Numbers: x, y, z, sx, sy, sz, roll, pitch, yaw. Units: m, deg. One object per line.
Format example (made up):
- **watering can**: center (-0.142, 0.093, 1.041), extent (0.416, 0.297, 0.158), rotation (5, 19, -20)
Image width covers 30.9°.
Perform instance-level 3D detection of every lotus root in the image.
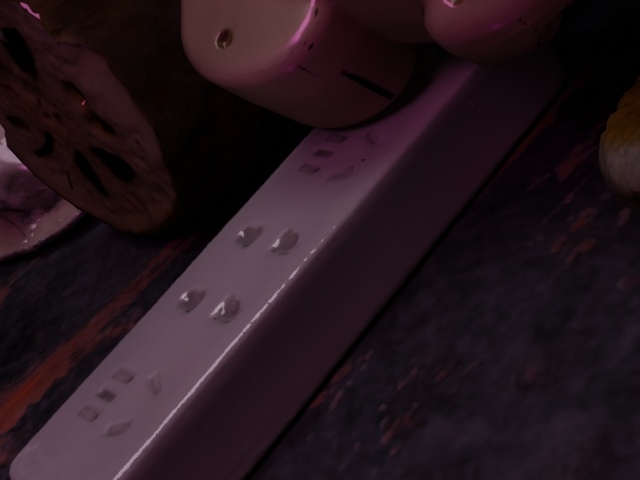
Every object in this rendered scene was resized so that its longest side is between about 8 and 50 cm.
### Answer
- **lotus root**: center (-0.082, -0.188, 0.785), extent (0.250, 0.250, 0.346), rotation (-2, 48, 46)

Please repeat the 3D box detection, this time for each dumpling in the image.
- **dumpling**: center (-0.229, -0.053, 0.912), extent (0.176, 0.092, 0.150), rotation (-30, 43, 3)

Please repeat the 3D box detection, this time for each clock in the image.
- **clock**: center (0.064, -0.219, 0.548), extent (0.309, 0.114, 0.284), rotation (-14, 69, 35)

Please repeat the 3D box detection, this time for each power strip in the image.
- **power strip**: center (0.000, 0.000, 0.602), extent (0.091, 0.062, 0.385), rotation (13, 56, 51)

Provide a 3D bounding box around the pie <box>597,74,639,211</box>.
- **pie**: center (0.217, -0.118, 0.426), extent (0.302, 0.067, 0.302), rotation (-51, 2, 3)
